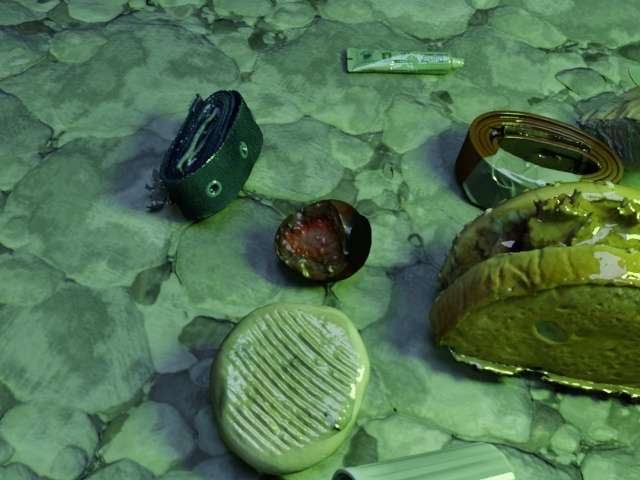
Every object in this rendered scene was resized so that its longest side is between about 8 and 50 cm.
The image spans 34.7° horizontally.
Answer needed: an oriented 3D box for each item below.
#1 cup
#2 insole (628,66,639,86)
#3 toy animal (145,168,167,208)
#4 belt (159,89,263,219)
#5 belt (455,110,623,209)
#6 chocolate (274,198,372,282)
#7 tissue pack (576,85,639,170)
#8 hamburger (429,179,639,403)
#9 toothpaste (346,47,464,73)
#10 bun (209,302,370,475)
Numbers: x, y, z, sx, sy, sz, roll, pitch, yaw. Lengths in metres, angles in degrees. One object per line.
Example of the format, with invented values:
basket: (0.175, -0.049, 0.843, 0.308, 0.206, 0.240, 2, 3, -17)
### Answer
cup: (0.132, 0.361, 1.238, 0.202, 0.221, 0.167, -10, 18, -20)
insole: (0.636, -0.282, 1.942, 0.053, 0.002, 0.152, -11, 52, -18)
toy animal: (-0.250, -0.080, 1.617, 0.050, 0.028, 0.084, 1, 50, 4)
belt: (-0.163, -0.127, 1.618, 0.122, 0.128, 0.218, -3, 44, 29)
belt: (0.359, -0.115, 1.693, 0.261, 0.105, 0.184, 14, 47, 0)
chocolate: (0.000, 0.000, 1.525, 0.133, 0.127, 0.124, 13, 57, 24)
tissue pack: (0.592, -0.207, 1.739, 0.257, 0.123, 0.215, -26, 17, -24)
hamburger: (0.400, 0.040, 1.448, 0.446, 0.287, 0.268, 12, 47, -4)
toothpaste: (0.157, -0.331, 1.892, 0.218, 0.041, 0.064, 1, 55, -3)
bun: (-0.043, 0.193, 1.357, 0.210, 0.116, 0.237, 29, 66, 13)
